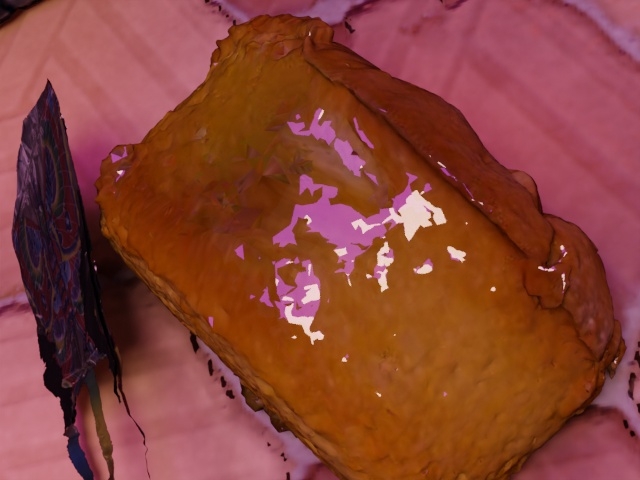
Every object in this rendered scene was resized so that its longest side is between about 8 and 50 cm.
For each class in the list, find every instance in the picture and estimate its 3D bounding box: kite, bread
[{"bbox_3d":[-0.109,0.070,0.578,0.015,0.152,0.286,-11,64,-27],"label":"kite"},{"bbox_3d":[-0.001,-0.004,0.542,0.160,0.147,0.260,-44,60,-3],"label":"bread"}]

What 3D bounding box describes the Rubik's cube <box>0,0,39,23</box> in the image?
[{"bbox_3d":[-0.346,-0.304,0.681,0.358,0.363,0.362,-26,67,12],"label":"Rubik's cube"}]
